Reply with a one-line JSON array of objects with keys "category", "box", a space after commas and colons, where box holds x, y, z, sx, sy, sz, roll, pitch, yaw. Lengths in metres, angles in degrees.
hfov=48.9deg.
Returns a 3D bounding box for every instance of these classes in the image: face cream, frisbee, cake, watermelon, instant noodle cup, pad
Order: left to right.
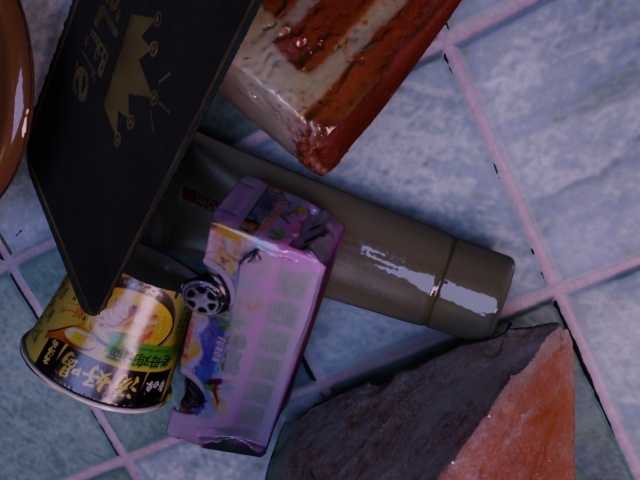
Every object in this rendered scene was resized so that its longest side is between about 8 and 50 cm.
[{"category": "frisbee", "box": [-0.338, -0.142, 0.636, 0.250, 0.021, 0.251, 2, 94, 34]}, {"category": "pad", "box": [-0.191, -0.162, 0.554, 0.375, 0.063, 0.315, -56, 51, 29]}, {"category": "instant noodle cup", "box": [-0.188, 0.073, 0.664, 0.151, 0.151, 0.122, 27, 102, 2]}, {"category": "face cream", "box": [0.000, 0.000, 0.646, 0.341, 0.084, 0.137, 19, 118, 11]}, {"category": "cake", "box": [0.012, -0.191, 0.543, 0.158, 0.159, 0.262, 38, 107, 2]}, {"category": "watermelon", "box": [0.107, 0.231, 0.569, 0.282, 0.251, 0.293, 18, 136, -11]}]

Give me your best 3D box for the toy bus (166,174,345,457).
[{"category": "toy bus", "box": [-0.068, 0.084, 0.633, 0.112, 0.090, 0.274, 21, 127, 4]}]
